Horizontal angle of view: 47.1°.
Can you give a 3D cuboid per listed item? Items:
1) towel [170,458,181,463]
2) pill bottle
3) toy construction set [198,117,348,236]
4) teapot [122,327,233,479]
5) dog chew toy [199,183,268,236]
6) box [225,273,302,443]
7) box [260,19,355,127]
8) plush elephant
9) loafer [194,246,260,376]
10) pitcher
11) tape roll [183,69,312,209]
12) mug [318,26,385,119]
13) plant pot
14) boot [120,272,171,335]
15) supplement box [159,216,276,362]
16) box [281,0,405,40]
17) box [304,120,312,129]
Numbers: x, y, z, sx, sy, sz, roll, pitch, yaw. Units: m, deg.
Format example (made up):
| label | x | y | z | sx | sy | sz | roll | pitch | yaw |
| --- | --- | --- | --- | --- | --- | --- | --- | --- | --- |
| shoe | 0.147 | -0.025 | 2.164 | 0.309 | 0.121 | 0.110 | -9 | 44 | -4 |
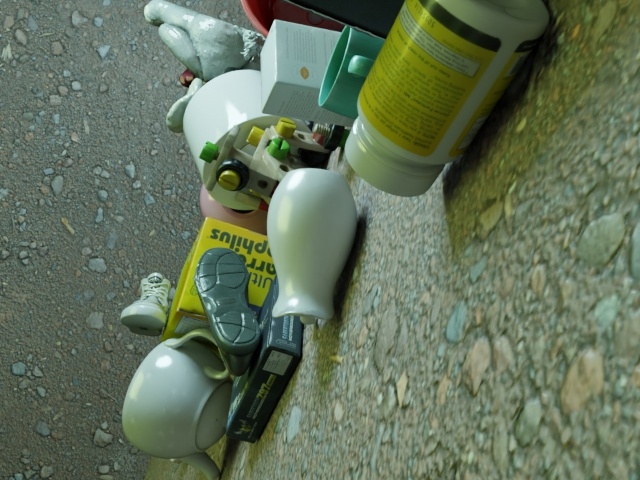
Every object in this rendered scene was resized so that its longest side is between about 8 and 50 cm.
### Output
| label | x | y | z | sx | sy | sz | roll | pitch | yaw |
| --- | --- | --- | --- | --- | --- | --- | --- | --- | --- |
| towel | -0.343 | 0.417 | 2.105 | 0.317 | 0.054 | 0.331 | -90 | 22 | -59 |
| pill bottle | 0.106 | -0.146 | 0.683 | 0.119 | 0.119 | 0.208 | -84 | 17 | -47 |
| toy construction set | -0.111 | -0.129 | 1.382 | 0.309 | 0.237 | 0.257 | 126 | 158 | -59 |
| teapot | -0.249 | 0.318 | 1.439 | 0.256 | 0.187 | 0.252 | 66 | -136 | -63 |
| dog chew toy | -0.188 | -0.089 | 1.814 | 0.332 | 0.207 | 0.206 | 139 | 148 | -83 |
| box | -0.094 | 0.199 | 1.247 | 0.183 | 0.059 | 0.232 | -86 | 19 | -54 |
| box | -0.007 | -0.276 | 1.226 | 0.091 | 0.171 | 0.130 | 128 | 145 | -59 |
| plush elephant | -0.239 | -0.359 | 1.636 | 0.330 | 0.272 | 0.255 | 35 | 111 | 49 |
| loafer | -0.164 | 0.117 | 1.253 | 0.267 | 0.096 | 0.084 | -112 | 26 | -51 |
| pitcher | -0.014 | 0.015 | 1.047 | 0.178 | 0.126 | 0.207 | 87 | -173 | -79 |
| tape roll | -0.149 | -0.208 | 1.532 | 0.169 | 0.246 | 0.246 | 61 | 138 | 39 |
| mug | 0.064 | -0.232 | 1.066 | 0.157 | 0.098 | 0.129 | -86 | 19 | -49 |
| plant pot | -0.013 | -0.479 | 1.461 | 0.243 | 0.275 | 0.274 | -81 | 9 | -89 |
| boot | -0.366 | 0.126 | 1.561 | 0.258 | 0.095 | 0.123 | 136 | 143 | -70 |
| supplement box | -0.198 | 0.120 | 1.522 | 0.356 | 0.194 | 0.195 | 135 | 151 | -65 |
| box | 0.122 | -0.547 | 0.775 | 0.479 | 0.298 | 0.471 | 121 | 164 | -47 |
| box | -0.095 | -0.358 | 1.835 | 0.143 | 0.165 | 0.270 | 136 | 149 | -67 |
